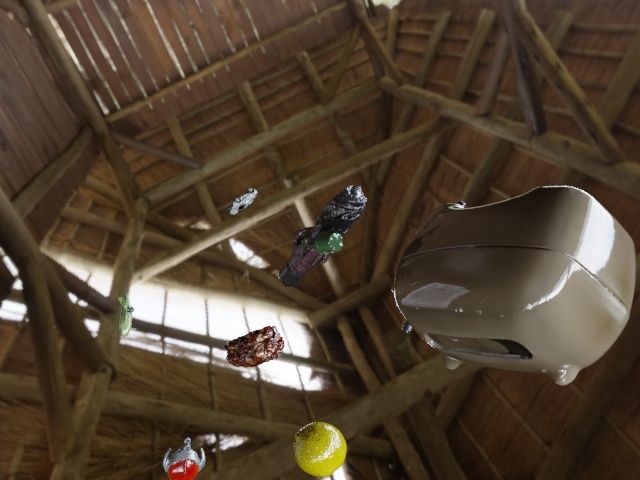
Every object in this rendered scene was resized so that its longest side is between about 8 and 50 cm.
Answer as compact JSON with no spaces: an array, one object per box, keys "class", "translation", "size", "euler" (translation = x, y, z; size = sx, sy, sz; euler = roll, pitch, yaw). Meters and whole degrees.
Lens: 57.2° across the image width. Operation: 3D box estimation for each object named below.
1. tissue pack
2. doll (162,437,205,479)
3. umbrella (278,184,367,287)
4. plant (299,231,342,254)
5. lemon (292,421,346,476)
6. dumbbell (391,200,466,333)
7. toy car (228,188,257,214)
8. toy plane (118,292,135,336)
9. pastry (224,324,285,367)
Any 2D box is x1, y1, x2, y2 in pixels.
[{"class":"tissue pack","translation":[0.320,0.082,1.033],"size":[0.387,0.267,0.277],"euler":[-8,-133,55]},{"class":"doll","translation":[-0.364,0.614,1.551],"size":[0.104,0.195,0.062],"euler":[10,-172,0]},{"class":"umbrella","translation":[0.000,0.000,1.368],"size":[0.326,0.094,0.090],"euler":[-52,-138,36]},{"class":"plant","translation":[0.000,0.006,1.257],"size":[0.102,0.051,0.051],"euler":[-3,-150,46]},{"class":"lemon","translation":[0.000,0.437,1.227],"size":[0.109,0.133,0.109],"euler":[-36,-148,28]},{"class":"dumbbell","translation":[0.260,0.063,1.340],"size":[0.143,0.143,0.326],"euler":[30,-80,62]},{"class":"toy car","translation":[-0.185,-0.090,1.392],"size":[0.093,0.025,0.041],"euler":[-45,169,-43]},{"class":"toy plane","translation":[-0.490,0.188,1.484],"size":[0.040,0.111,0.102],"euler":[-4,174,-16]},{"class":"pastry","translation":[-0.181,0.290,1.574],"size":[0.115,0.097,0.208],"euler":[0,162,-39]}]
